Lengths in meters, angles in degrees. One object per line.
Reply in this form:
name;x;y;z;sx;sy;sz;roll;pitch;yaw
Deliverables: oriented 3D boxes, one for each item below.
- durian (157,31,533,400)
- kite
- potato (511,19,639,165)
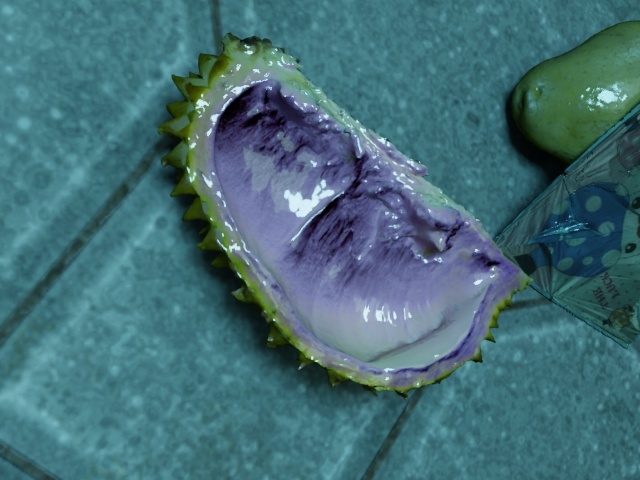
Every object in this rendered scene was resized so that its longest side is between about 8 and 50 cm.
durian;0.000;-0.001;0.620;0.341;0.112;0.191;38;80;-14
kite;0.317;-0.013;0.763;0.314;0.011;0.335;-7;126;-4
potato;0.286;-0.141;0.766;0.194;0.157;0.157;-4;90;-13
